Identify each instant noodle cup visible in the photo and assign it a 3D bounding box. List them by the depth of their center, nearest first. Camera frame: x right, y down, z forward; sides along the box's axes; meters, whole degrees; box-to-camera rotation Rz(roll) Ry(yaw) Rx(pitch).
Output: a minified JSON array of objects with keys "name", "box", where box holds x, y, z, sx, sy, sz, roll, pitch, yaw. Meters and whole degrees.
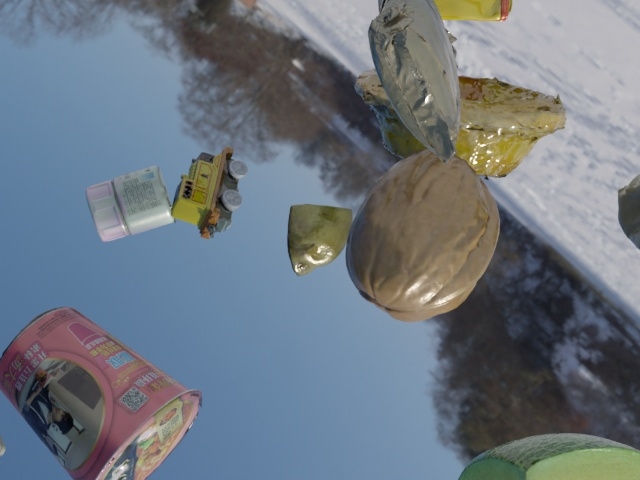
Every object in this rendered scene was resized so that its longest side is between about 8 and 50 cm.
[{"name":"instant noodle cup","box":[-0.344,0.236,1.430,0.255,0.244,0.244,40,-174,15]}]

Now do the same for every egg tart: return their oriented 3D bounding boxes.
[{"name":"egg tart","box":[0.239,-0.208,1.675,0.387,0.169,0.388,9,-167,-2]}]

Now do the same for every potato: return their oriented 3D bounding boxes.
[{"name":"potato","box":[0.000,0.000,1.942,0.120,0.149,0.081,0,180,14]}]

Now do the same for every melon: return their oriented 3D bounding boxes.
[{"name":"melon","box":[0.454,0.456,1.735,0.343,0.331,0.226,-8,-123,-24]}]

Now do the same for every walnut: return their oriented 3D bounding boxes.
[{"name":"walnut","box":[0.149,-0.009,1.398,0.224,0.261,0.225,27,156,13]}]

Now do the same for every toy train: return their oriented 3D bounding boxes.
[{"name":"toy train","box":[-0.217,-0.100,1.867,0.127,0.089,0.219,18,-128,-13]}]

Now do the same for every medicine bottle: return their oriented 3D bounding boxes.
[{"name":"medicine bottle","box":[-0.410,-0.078,2.066,0.135,0.168,0.135,161,90,-82]}]

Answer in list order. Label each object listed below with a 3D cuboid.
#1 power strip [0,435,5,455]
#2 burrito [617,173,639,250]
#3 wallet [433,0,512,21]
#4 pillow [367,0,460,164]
[{"name":"power strip","box":[-0.485,0.217,1.262,0.035,0.081,0.192,104,141,-78]},{"name":"burrito","box":[0.611,-0.075,1.510,0.135,0.332,0.190,-15,-109,-50]},{"name":"wallet","box":[0.226,-0.453,1.440,0.141,0.241,0.067,1,-156,0]},{"name":"pillow","box":[0.075,-0.150,0.740,0.208,0.053,0.119,-79,-33,-59]}]
